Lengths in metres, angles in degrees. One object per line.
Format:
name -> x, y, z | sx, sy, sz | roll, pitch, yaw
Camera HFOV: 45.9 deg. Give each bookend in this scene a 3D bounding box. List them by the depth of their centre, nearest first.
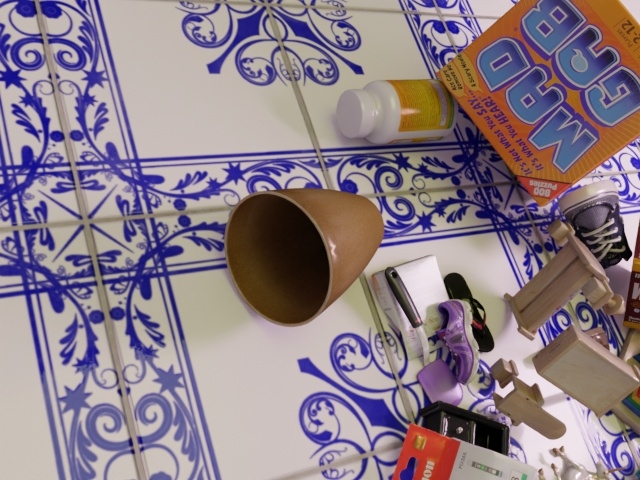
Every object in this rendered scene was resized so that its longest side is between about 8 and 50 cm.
bookend -> 0.253, 0.389, 1.354 | 0.157, 0.072, 0.156 | 22, 57, -15

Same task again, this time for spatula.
spatula -> 0.191, 0.185, 1.438 | 0.084, 0.030, 0.296 | -26, 94, -35

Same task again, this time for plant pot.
plant pot -> 0.000, 0.000, 1.359 | 0.254, 0.237, 0.237 | -24, 76, -48

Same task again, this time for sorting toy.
sorting toy -> 0.771, 0.328, 1.642 | 0.257, 0.089, 0.255 | 41, 53, -2

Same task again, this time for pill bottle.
pill bottle -> 0.163, -0.277, 1.628 | 0.245, 0.136, 0.136 | -8, 68, -31

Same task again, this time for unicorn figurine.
unicorn figurine -> 0.489, 0.453, 1.457 | 0.162, 0.060, 0.111 | -40, 87, -20

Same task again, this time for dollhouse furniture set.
dollhouse furniture set -> 0.482, 0.179, 1.529 | 0.174, 0.303, 0.355 | 34, 24, -16

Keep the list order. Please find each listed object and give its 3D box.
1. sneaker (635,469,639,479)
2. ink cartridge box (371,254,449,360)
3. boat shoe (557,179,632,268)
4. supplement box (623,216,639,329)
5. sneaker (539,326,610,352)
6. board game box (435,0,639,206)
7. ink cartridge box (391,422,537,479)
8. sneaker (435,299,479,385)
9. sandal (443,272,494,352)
sneaker -> 0.719, 0.554, 1.491 | 0.208, 0.127, 0.319 | 13, 73, 4
ink cartridge box -> 0.190, 0.131, 1.494 | 0.145, 0.045, 0.179 | -16, 91, -33
boat shoe -> 0.620, -0.026, 1.659 | 0.340, 0.127, 0.158 | 11, 57, -61
supplement box -> 0.758, 0.071, 1.675 | 0.129, 0.194, 0.191 | 9, 43, 22
sneaker -> 0.546, 0.234, 1.592 | 0.188, 0.066, 0.071 | -12, 71, -31
board game box -> 0.533, -0.331, 1.633 | 0.356, 0.356, 0.356 | 54, 23, 8
ink cartridge box -> 0.233, 0.431, 1.273 | 0.224, 0.056, 0.181 | 22, 77, -4
sneaker -> 0.259, 0.198, 1.466 | 0.071, 0.068, 0.170 | 1, 64, -18
sandal -> 0.303, 0.143, 1.532 | 0.067, 0.040, 0.179 | -11, 70, -31
